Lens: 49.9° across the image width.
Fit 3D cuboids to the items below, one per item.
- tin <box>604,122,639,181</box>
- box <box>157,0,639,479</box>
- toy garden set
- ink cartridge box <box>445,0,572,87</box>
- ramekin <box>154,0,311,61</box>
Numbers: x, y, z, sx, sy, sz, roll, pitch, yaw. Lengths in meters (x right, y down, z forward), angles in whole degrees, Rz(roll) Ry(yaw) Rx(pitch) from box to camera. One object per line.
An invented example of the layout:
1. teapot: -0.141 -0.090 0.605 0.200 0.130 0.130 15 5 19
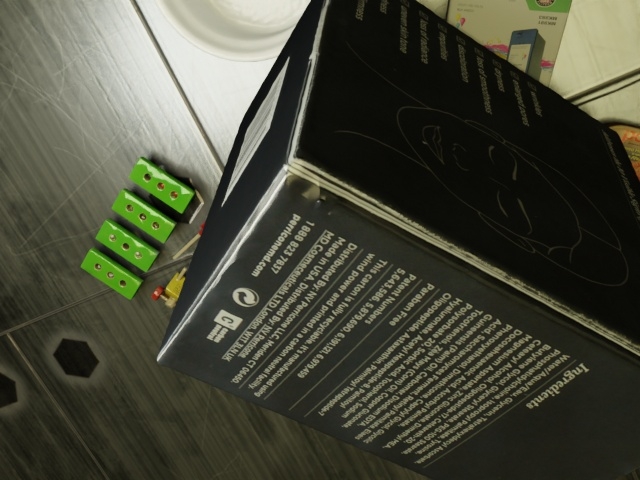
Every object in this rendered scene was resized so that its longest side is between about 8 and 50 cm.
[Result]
1. tin: 0.484 -0.117 1.036 0.190 0.040 0.106 14 117 3
2. box: 0.131 -0.017 0.808 0.472 0.479 0.297 26 128 -14
3. toy garden set: -0.276 0.004 1.206 0.204 0.049 0.244 34 112 -3
4. ink cartridge box: 0.247 -0.282 0.943 0.155 0.093 0.212 8 135 7
5. ramekin: -0.095 -0.400 0.962 0.278 0.135 0.277 3 113 8
